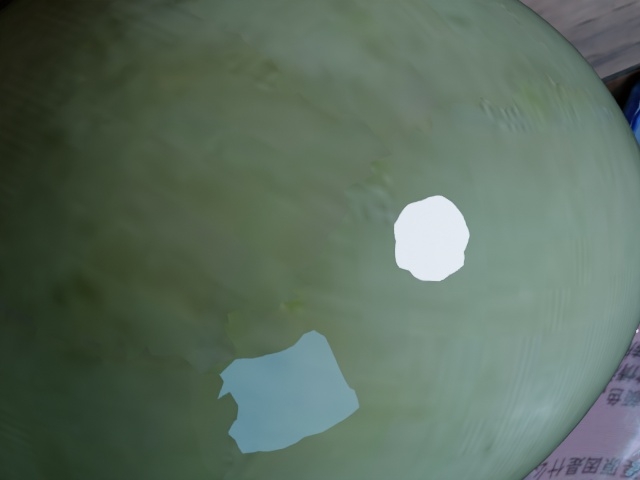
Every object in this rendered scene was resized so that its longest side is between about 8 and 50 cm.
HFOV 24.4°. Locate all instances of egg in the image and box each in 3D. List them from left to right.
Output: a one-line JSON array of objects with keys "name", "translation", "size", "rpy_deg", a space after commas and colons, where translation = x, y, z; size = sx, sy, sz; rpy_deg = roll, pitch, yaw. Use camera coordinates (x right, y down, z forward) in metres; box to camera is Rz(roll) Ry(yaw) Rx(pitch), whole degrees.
[{"name": "egg", "translation": [0.000, 0.000, 0.510], "size": [0.295, 0.218, 0.218], "rpy_deg": [-10, 139, -39]}]

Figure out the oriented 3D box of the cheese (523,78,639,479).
[{"name": "cheese", "translation": [0.141, 0.044, 0.745], "size": [0.189, 0.074, 0.286], "rpy_deg": [2, 120, -33]}]
